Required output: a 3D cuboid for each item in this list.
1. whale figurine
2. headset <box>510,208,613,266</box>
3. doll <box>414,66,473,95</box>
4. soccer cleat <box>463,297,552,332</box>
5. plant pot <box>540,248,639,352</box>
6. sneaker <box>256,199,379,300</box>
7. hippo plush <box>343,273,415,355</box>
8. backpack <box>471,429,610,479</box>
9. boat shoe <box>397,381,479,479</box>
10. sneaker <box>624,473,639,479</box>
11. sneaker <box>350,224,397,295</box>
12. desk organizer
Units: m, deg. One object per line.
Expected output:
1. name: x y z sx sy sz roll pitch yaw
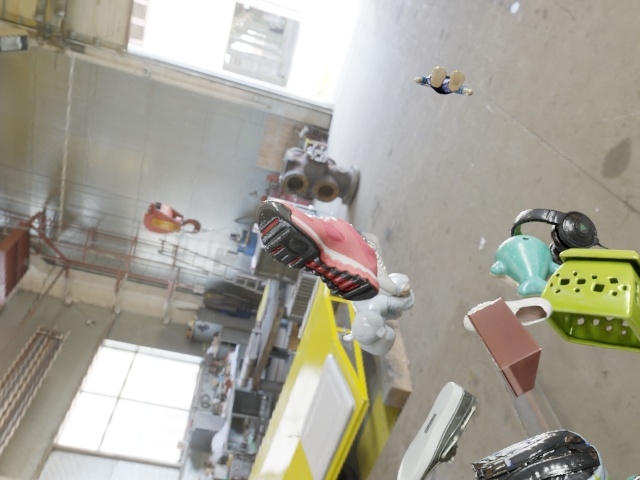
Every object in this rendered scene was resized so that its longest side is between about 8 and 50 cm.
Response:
1. whale figurine: 0.632 0.077 1.616 0.272 0.216 0.141 -70 -21 -64
2. headset: 0.809 0.035 1.714 0.185 0.394 0.243 -57 -31 -25
3. doll: 0.268 -0.337 1.140 0.189 0.129 0.046 -65 -11 -76
4. soccer cleat: 0.417 0.168 1.189 0.076 0.196 0.068 -20 -87 -67
5. plant pot: 0.739 0.147 1.389 0.228 0.227 0.207 2 60 47
6. sneaker: 0.000 0.000 1.086 0.116 0.314 0.136 -29 35 40
7. hippo plush: 0.194 0.237 1.735 0.294 0.234 0.237 55 -156 -37
8. backpack: 0.704 0.746 1.641 0.355 0.273 0.290 -41 17 3
9. boat shoe: 0.216 0.370 0.960 0.219 0.070 0.078 -58 3 -8
10. sneaker: 0.813 0.560 1.159 0.121 0.302 0.108 108 163 -44
11. sneaker: 0.136 0.061 1.487 0.095 0.235 0.090 -48 4 3
12. desk organizer: 0.222 0.122 0.628 0.050 0.047 0.130 -30 17 9
